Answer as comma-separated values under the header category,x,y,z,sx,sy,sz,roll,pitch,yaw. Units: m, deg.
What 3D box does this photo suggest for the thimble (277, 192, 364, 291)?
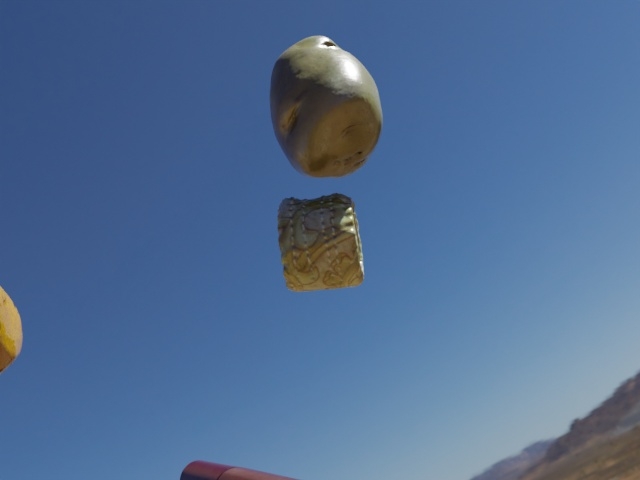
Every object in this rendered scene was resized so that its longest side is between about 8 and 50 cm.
category,x,y,z,sx,sy,sz,roll,pitch,yaw
thimble,0.000,0.000,1.524,0.143,0.191,0.137,-9,-23,6

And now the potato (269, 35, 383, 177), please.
category,x,y,z,sx,sy,sz,roll,pitch,yaw
potato,0.009,-0.260,1.663,0.220,0.326,0.243,-14,-50,-10

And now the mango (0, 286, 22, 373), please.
category,x,y,z,sx,sy,sz,roll,pitch,yaw
mango,-0.484,0.119,1.125,0.109,0.147,0.227,16,-27,11

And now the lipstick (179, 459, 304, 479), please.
category,x,y,z,sx,sy,sz,roll,pitch,yaw
lipstick,-0.075,0.287,0.925,0.057,0.057,0.356,-14,-2,-31
